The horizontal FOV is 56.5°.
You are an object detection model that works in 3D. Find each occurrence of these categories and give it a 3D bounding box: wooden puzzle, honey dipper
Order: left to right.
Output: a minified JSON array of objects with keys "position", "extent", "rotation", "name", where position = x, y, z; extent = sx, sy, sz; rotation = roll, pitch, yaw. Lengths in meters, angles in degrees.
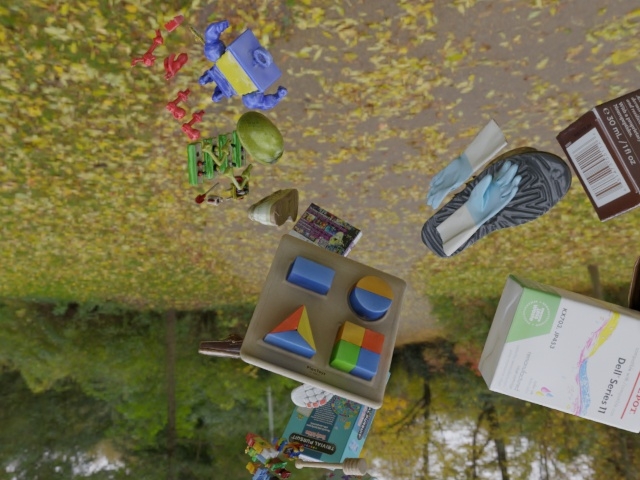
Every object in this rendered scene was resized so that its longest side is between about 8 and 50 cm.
[{"position":[0.015,0.420,1.110],"extent":[0.161,0.030,0.030],"rotation":[-16,162,38],"name":"honey dipper"},{"position":[0.026,0.158,1.314],"extent":[0.322,0.347,0.080],"rotation":[21,143,-6],"name":"wooden puzzle"}]

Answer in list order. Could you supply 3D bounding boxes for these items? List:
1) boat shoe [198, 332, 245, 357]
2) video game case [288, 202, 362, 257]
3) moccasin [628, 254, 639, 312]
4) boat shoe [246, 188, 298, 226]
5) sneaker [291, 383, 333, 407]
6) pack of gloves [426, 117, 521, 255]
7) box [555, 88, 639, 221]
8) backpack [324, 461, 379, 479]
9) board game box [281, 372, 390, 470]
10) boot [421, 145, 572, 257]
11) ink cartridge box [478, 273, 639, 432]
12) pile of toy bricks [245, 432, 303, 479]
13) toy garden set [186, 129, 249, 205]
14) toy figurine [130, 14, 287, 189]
[{"position":[-0.243,0.303,1.711],"extent":[0.207,0.073,0.073],"rotation":[8,161,-10],"name":"boat shoe"},{"position":[0.000,0.000,2.155],"extent":[0.232,0.210,0.042],"rotation":[31,169,26],"name":"video game case"},{"position":[0.917,0.224,1.673],"extent":[0.147,0.380,0.139],"rotation":[3,-170,-21],"name":"moccasin"},{"position":[-0.128,-0.101,1.748],"extent":[0.089,0.104,0.285],"rotation":[4,-173,13],"name":"boat shoe"},{"position":[0.001,0.327,1.336],"extent":[0.158,0.061,0.065],"rotation":[-12,-170,-25],"name":"sneaker"},{"position":[0.297,-0.114,1.224],"extent":[0.046,0.195,0.232],"rotation":[16,133,-32],"name":"pack of gloves"},{"position":[0.659,-0.196,1.088],"extent":[0.381,0.191,0.143],"rotation":[-23,171,-13],"name":"box"},{"position":[0.071,0.679,1.457],"extent":[0.191,0.225,0.253],"rotation":[20,139,38],"name":"backpack"},{"position":[0.043,0.531,1.862],"extent":[0.254,0.336,0.079],"rotation":[-1,143,42],"name":"board game box"},{"position":[0.474,-0.141,1.462],"extent":[0.367,0.146,0.445],"rotation":[-30,179,38],"name":"boot"},{"position":[0.502,0.215,1.107],"extent":[0.354,0.207,0.119],"rotation":[16,-172,1],"name":"ink cartridge box"},{"position":[-0.139,0.533,1.489],"extent":[0.105,0.118,0.212],"rotation":[30,179,29],"name":"pile of toy bricks"},{"position":[-0.266,-0.186,1.641],"extent":[0.049,0.203,0.244],"rotation":[13,-155,24],"name":"toy garden set"},{"position":[-0.159,-0.294,1.167],"extent":[0.217,0.191,0.362],"rotation":[-12,122,48],"name":"toy figurine"}]
